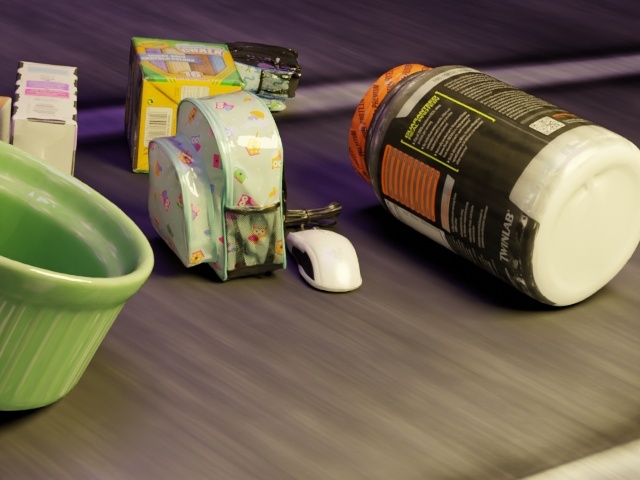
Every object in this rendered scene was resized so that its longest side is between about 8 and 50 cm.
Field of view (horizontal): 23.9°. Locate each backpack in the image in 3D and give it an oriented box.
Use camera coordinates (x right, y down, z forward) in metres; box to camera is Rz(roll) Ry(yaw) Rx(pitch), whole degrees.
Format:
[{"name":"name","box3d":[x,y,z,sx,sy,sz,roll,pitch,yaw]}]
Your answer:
[{"name":"backpack","box3d":[-0.092,-0.237,2.186,0.114,0.084,0.105,10,22,-10]},{"name":"backpack","box3d":[-0.112,-0.068,1.660,0.144,0.188,0.166,-3,26,-25]}]

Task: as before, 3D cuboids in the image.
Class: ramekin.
[{"name":"ramekin","box3d":[-0.316,0.020,1.343,0.303,0.148,0.303,26,15,-7]}]

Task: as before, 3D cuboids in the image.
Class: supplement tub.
[{"name":"supplement tub","box3d":[0.200,-0.079,1.772,0.207,0.207,0.338,-11,31,-38]}]

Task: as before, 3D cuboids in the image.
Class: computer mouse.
[{"name":"computer mouse","box3d":[0.000,0.000,1.727,0.106,0.042,0.193,1,24,-20]}]

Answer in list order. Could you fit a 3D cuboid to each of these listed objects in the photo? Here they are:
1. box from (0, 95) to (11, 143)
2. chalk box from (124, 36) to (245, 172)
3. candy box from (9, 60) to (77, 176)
[{"name":"box","box3d":[-0.444,-0.109,1.761,0.130,0.091,0.170,8,23,-1]},{"name":"chalk box","box3d":[-0.183,-0.183,1.973,0.132,0.132,0.213,3,25,-13]},{"name":"candy box","box3d":[-0.309,-0.089,1.670,0.070,0.165,0.196,4,24,-11]}]
